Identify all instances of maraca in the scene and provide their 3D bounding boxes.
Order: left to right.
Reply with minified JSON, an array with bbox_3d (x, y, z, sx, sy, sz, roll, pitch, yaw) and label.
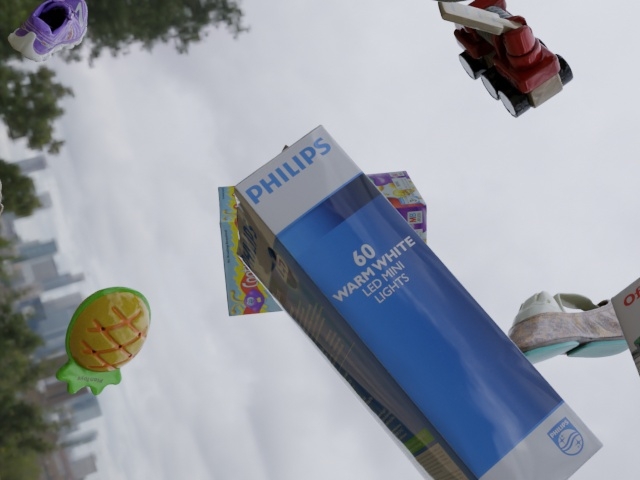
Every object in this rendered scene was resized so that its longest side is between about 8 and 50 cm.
[{"bbox_3d":[-0.320,0.149,1.358,0.099,0.127,0.186,43,-67,50],"label":"maraca"}]

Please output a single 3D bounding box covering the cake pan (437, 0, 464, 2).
[{"bbox_3d":[0.185,-0.477,1.248,0.293,0.054,0.293,17,-62,35],"label":"cake pan"}]

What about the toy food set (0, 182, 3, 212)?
[{"bbox_3d":[-0.532,-0.098,1.439,0.132,0.038,0.192,-46,-117,40],"label":"toy food set"}]

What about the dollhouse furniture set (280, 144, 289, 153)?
[{"bbox_3d":[0.016,-0.026,1.523,0.161,0.242,0.212,-62,-163,7],"label":"dollhouse furniture set"}]

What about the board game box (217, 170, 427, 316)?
[{"bbox_3d":[0.000,0.000,1.285,0.144,0.275,0.142,-107,-167,-65],"label":"board game box"}]

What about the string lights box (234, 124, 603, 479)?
[{"bbox_3d":[0.050,0.064,0.605,0.260,0.076,0.133,50,-15,12],"label":"string lights box"}]

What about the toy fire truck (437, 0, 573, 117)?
[{"bbox_3d":[0.281,-0.347,1.529,0.246,0.158,0.217,56,1,-44],"label":"toy fire truck"}]

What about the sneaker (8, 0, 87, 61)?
[{"bbox_3d":[-0.345,-0.292,1.219,0.068,0.071,0.170,40,29,-16],"label":"sneaker"}]

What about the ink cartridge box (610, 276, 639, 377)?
[{"bbox_3d":[0.390,0.104,0.878,0.160,0.092,0.219,-45,-150,30],"label":"ink cartridge box"}]

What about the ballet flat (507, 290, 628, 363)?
[{"bbox_3d":[0.366,0.133,1.417,0.107,0.315,0.106,-36,-118,39],"label":"ballet flat"}]
